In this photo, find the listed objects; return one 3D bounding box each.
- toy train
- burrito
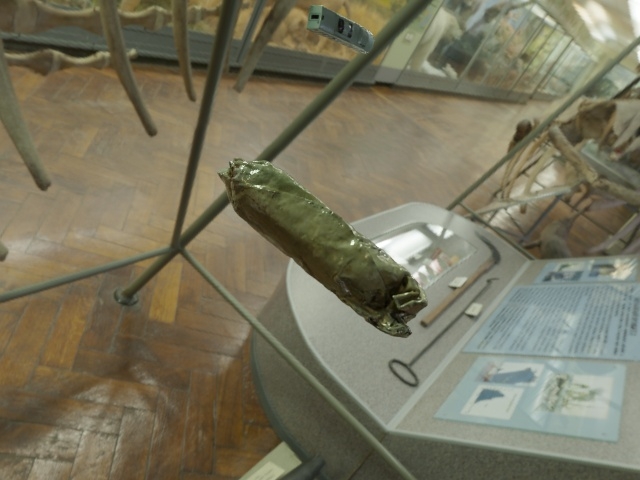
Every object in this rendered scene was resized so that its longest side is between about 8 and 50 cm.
[{"bbox_3d":[0.050,-0.409,0.985,0.047,0.043,0.208,18,14,34],"label":"toy train"},{"bbox_3d":[-0.001,0.001,0.369,0.188,0.058,0.045,39,30,6],"label":"burrito"}]
